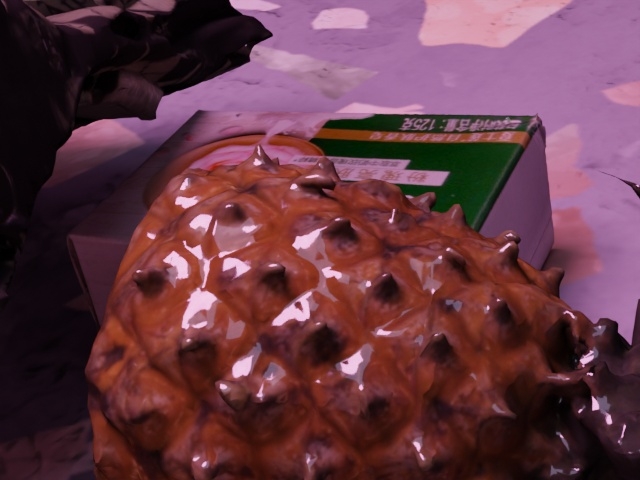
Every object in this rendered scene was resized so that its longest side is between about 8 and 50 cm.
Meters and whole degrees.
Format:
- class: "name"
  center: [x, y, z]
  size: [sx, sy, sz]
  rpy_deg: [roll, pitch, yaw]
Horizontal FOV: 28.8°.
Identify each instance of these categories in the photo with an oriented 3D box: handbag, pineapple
- class: "handbag"
  center: [-0.210, -0.068, 0.597]
  size: [0.316, 0.180, 0.416]
  rpy_deg: [-12, 13, 13]
- class: "pineapple"
  center: [0.111, 0.062, 0.405]
  size: [0.364, 0.165, 0.165]
  rpy_deg: [7, 34, 16]

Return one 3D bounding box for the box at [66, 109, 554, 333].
- class: "box"
  center: [0.000, 0.000, 0.601]
  size: [0.199, 0.081, 0.135]
  rpy_deg: [2, 32, 26]
